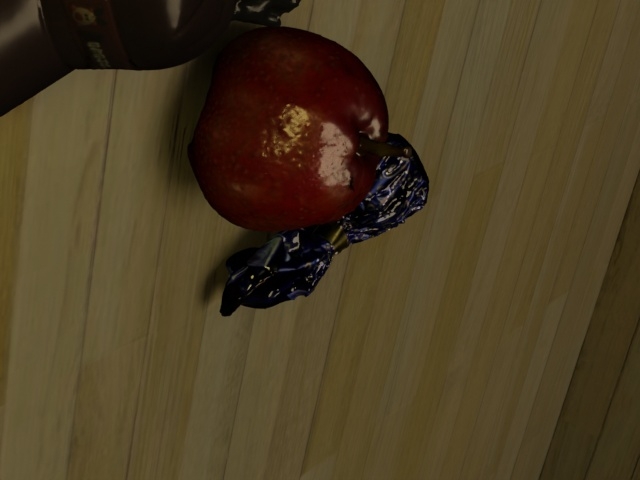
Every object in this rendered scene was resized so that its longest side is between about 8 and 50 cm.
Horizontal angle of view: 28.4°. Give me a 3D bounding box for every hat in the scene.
[{"bbox_3d":[-0.149,-0.217,1.098,0.336,0.209,0.238,-53,154,-17],"label":"hat"}]

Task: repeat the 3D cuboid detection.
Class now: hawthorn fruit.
[{"bbox_3d":[-0.017,-0.114,1.367,0.210,0.266,0.230,41,73,-43],"label":"hawthorn fruit"}]

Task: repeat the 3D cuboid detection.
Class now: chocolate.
[{"bbox_3d":[-0.004,0.000,1.643,0.343,0.126,0.148,-43,-172,-28],"label":"chocolate"}]
